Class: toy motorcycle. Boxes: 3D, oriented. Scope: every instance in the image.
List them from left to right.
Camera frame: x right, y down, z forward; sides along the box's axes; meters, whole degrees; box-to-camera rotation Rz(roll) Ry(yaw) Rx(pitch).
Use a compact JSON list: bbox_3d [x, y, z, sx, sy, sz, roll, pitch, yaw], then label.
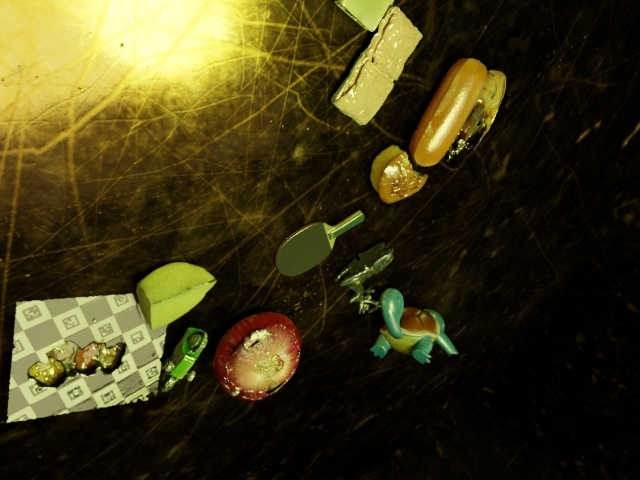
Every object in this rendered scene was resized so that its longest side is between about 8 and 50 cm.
[{"bbox_3d":[-0.331,0.276,1.025,0.074,0.106,0.190,34,105,-26],"label":"toy motorcycle"}]

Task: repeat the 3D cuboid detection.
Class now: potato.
[{"bbox_3d":[-0.319,0.114,0.927,0.149,0.081,0.120,-21,154,-36],"label":"potato"}]

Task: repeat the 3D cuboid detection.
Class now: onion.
[{"bbox_3d":[-0.170,0.302,1.136,0.248,0.161,0.248,-28,134,-33],"label":"onion"}]

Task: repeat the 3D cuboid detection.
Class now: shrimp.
[{"bbox_3d":[0.416,-0.321,1.170,0.178,0.075,0.289,27,91,-52],"label":"shrimp"}]

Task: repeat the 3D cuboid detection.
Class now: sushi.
[{"bbox_3d":[-0.479,0.230,0.897,0.289,0.050,0.264,3,101,-41],"label":"sushi"}]

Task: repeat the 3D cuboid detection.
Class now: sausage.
[{"bbox_3d":[0.313,-0.314,1.056,0.105,0.105,0.274,6,120,-43],"label":"sausage"}]

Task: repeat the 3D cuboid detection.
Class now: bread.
[{"bbox_3d":[0.193,-0.161,1.094,0.125,0.086,0.156,-47,138,12],"label":"bread"}]

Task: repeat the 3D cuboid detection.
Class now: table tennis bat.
[{"bbox_3d":[0.000,0.000,1.126,0.274,0.021,0.154,-32,139,-11],"label":"table tennis bat"}]

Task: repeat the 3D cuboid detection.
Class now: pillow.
[{"bbox_3d":[0.123,-0.363,0.900,0.126,0.043,0.233,17,109,-52],"label":"pillow"}]

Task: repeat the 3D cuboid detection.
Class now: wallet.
[{"bbox_3d":[0.100,-0.482,0.777,0.110,0.039,0.155,17,111,-43],"label":"wallet"}]

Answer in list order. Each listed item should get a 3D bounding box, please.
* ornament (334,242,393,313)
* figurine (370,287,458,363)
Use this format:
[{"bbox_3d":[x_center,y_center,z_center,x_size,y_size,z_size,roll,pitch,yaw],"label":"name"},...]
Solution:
[{"bbox_3d":[0.160,0.130,1.331,0.202,0.080,0.236,-34,137,-8],"label":"ornament"},{"bbox_3d":[0.321,0.339,1.563,0.297,0.243,0.416,-13,152,34],"label":"figurine"}]
